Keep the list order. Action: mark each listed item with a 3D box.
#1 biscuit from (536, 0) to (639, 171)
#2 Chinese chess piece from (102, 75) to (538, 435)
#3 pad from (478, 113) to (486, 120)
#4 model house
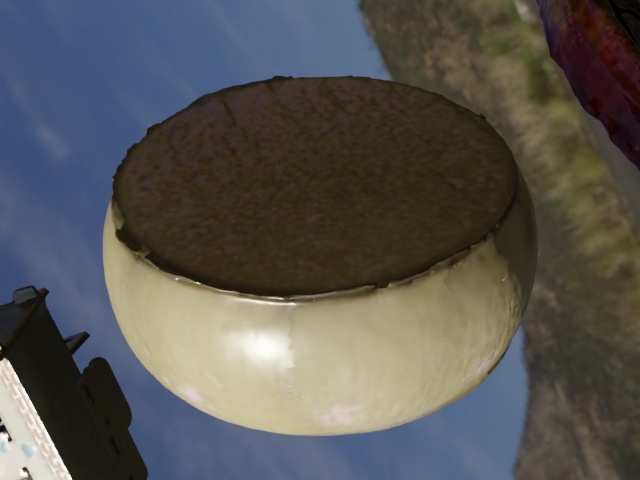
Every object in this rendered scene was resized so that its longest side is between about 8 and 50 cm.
[{"bbox_3d":[0.380,-0.164,1.192,0.407,0.091,0.407,14,-131,-17],"label":"biscuit"},{"bbox_3d":[0.000,0.000,0.865,0.270,0.270,0.112,-97,3,-54],"label":"Chinese chess piece"},{"bbox_3d":[0.080,-0.030,1.445,0.022,0.174,0.233,45,-133,-9],"label":"pad"},{"bbox_3d":[-0.341,0.231,1.495,0.326,0.244,0.169,66,-159,-16],"label":"model house"}]
